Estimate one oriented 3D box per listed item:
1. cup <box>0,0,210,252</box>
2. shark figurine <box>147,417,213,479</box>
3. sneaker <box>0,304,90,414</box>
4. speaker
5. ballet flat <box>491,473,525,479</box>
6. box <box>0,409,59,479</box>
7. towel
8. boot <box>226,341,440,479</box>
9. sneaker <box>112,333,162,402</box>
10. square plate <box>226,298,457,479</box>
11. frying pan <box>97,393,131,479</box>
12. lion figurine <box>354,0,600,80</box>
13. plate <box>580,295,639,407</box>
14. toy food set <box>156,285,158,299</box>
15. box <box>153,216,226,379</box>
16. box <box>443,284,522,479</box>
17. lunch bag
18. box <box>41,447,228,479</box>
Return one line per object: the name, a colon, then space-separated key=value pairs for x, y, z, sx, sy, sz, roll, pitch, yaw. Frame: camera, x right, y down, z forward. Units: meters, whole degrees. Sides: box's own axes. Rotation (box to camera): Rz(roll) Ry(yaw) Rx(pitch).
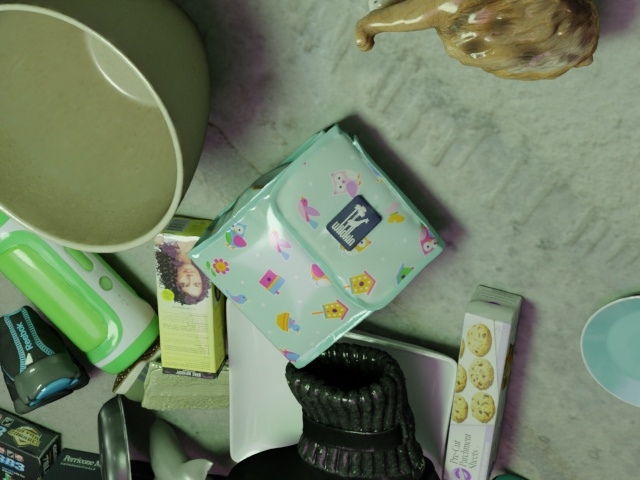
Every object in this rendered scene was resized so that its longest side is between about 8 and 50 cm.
cup: x=-0.265 y=-0.187 z=1.545 sx=0.331 sy=0.237 sz=0.331 roll=14 pitch=130 yaw=16
shark figurine: x=-0.166 y=0.386 z=1.992 sx=0.278 sy=0.166 sz=0.116 roll=31 pitch=127 yaw=1
sneaker: x=-0.436 y=0.182 z=1.960 sx=0.139 sy=0.125 sz=0.341 roll=62 pitch=161 yaw=5
speaker: x=-0.373 y=0.059 z=1.866 sx=0.296 sy=0.131 sz=0.131 roll=47 pitch=131 yaw=-13
ballet flat: x=0.328 y=0.410 z=1.828 sx=0.203 sy=0.074 sz=0.074 roll=26 pitch=132 yaw=3
box: x=-0.614 y=0.411 z=2.294 sx=0.296 sy=0.073 sz=0.293 roll=19 pitch=131 yaw=12
towel: x=-0.195 y=0.221 z=1.924 sx=0.148 sy=0.027 sz=0.110 roll=1 pitch=134 yaw=-14
boot: x=-0.016 y=0.274 z=1.780 sx=0.348 sy=0.131 sz=0.260 roll=-11 pitch=127 yaw=20
sneaker: x=-0.240 y=0.194 z=1.954 sx=0.086 sy=0.064 sz=0.192 roll=31 pitch=129 yaw=-20
square plate: x=0.027 y=0.245 z=1.861 sx=0.344 sy=0.049 sz=0.347 roll=14 pitch=130 yaw=15
frying pan: x=-0.316 y=0.404 z=2.009 sx=0.053 sy=0.326 sz=0.197 roll=-4 pitch=163 yaw=-13
lion figurine: x=0.134 y=-0.334 z=1.303 sx=0.240 sy=0.142 sz=0.392 roll=-10 pitch=116 yaw=23
plate: x=0.424 y=0.140 z=1.599 sx=0.188 sy=0.024 sz=0.188 roll=14 pitch=129 yaw=17
toy food set: x=-0.204 y=0.085 z=1.872 sx=0.083 sy=0.020 sz=0.082 roll=31 pitch=132 yaw=2
box: x=-0.185 y=0.084 z=1.802 sx=0.087 sy=0.058 sz=0.232 roll=4 pitch=118 yaw=12
box: x=0.219 y=0.206 z=1.726 sx=0.067 sy=0.063 sz=0.324 roll=16 pitch=130 yaw=16
lunch bag: x=0.000 y=0.000 z=1.616 sx=0.262 sy=0.160 sz=0.223 roll=-37 pitch=100 yaw=29
box: x=-0.341 y=0.535 z=2.092 sx=0.343 sy=0.312 sz=0.179 roll=6 pitch=128 yaw=23
